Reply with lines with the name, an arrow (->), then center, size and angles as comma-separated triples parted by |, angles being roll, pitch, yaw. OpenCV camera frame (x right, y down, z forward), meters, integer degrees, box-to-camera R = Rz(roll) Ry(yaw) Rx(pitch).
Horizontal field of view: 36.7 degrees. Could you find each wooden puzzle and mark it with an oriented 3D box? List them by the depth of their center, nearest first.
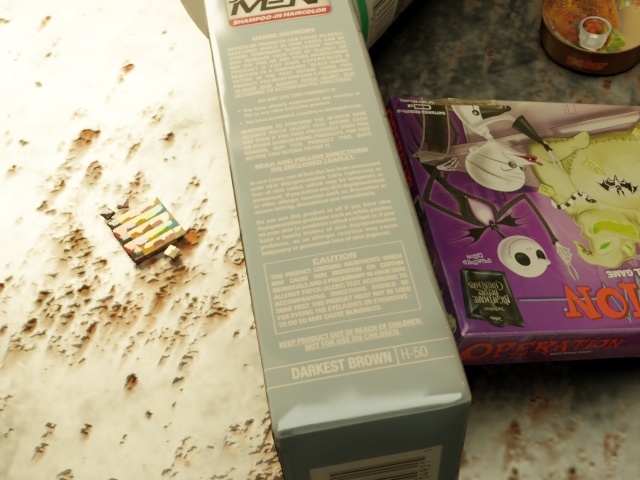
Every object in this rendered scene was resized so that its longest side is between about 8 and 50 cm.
wooden puzzle -> -0.146, -0.009, 0.808 | 0.049, 0.006, 0.083 | -31, 58, -19

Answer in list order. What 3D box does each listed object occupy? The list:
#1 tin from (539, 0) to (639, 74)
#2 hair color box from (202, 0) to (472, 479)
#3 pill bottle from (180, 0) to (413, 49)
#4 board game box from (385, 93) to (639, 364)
tin -> 0.275, -0.235, 0.939 | 0.106, 0.040, 0.190 | 12, 55, 16
hair color box -> 0.000, 0.000, 0.682 | 0.113, 0.185, 0.375 | -9, 53, -4
pill bottle -> 0.039, -0.325, 0.913 | 0.204, 0.204, 0.361 | 27, 58, 21
board game box -> 0.228, -0.013, 0.711 | 0.346, 0.056, 0.208 | -1, 58, -18
